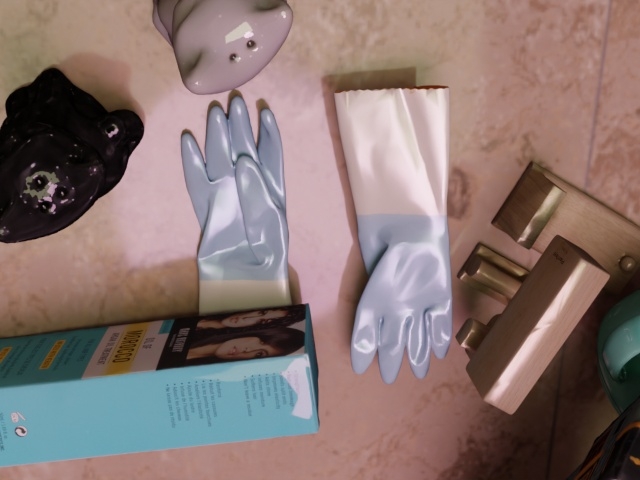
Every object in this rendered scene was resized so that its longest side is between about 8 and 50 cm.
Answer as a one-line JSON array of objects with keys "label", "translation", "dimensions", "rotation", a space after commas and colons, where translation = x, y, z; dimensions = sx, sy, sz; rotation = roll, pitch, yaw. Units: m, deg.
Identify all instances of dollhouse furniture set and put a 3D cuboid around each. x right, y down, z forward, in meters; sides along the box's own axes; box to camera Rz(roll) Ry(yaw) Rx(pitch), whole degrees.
[{"label": "dollhouse furniture set", "translation": [0.185, 0.051, 0.754], "dimensions": [0.123, 0.151, 0.144], "rotation": [29, 103, -16]}]

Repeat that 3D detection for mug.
[{"label": "mug", "translation": [0.262, 0.087, 0.785], "dimensions": [0.158, 0.129, 0.097], "rotation": [42, 124, -18]}]

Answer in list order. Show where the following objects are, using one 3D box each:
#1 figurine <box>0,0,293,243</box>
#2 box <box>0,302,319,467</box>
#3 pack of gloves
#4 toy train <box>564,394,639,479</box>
[{"label": "figurine", "translation": [-0.108, -0.091, 0.637], "dimensions": [0.215, 0.209, 0.092], "rotation": [-38, 108, 4]}, {"label": "box", "translation": [-0.125, 0.101, 0.735], "dimensions": [0.244, 0.100, 0.060], "rotation": [-7, 107, 2]}, {"label": "pack of gloves", "translation": [0.000, 0.000, 0.778], "dimensions": [0.195, 0.046, 0.232], "rotation": [-1, 108, 7]}, {"label": "toy train", "translation": [0.189, 0.247, 0.744], "dimensions": [0.142, 0.190, 0.334], "rotation": [34, 142, 12]}]
